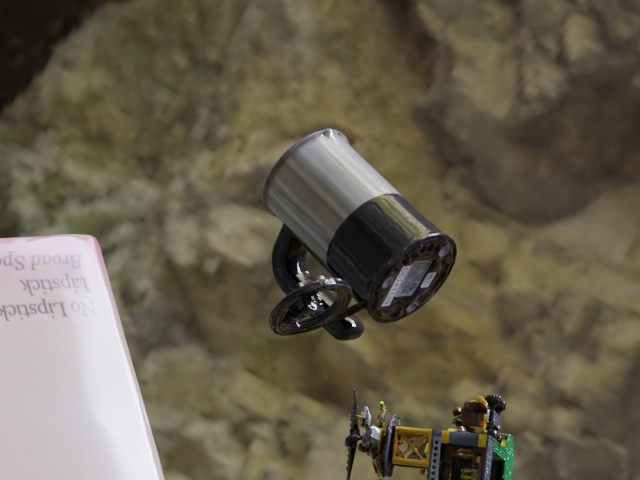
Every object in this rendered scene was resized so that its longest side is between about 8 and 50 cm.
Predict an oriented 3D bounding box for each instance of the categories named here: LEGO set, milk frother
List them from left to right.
[{"bbox_3d":[0.000,0.000,1.440,0.129,0.135,0.143,-52,148,11],"label":"milk frother"},{"bbox_3d":[0.070,0.307,1.909,0.255,0.192,0.331,20,75,-76],"label":"LEGO set"}]

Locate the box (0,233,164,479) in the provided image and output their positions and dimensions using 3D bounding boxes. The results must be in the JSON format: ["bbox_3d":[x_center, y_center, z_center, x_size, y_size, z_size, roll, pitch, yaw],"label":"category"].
[{"bbox_3d":[-0.144,0.127,0.751,0.149,0.232,0.127,-3,154,-35],"label":"box"}]
